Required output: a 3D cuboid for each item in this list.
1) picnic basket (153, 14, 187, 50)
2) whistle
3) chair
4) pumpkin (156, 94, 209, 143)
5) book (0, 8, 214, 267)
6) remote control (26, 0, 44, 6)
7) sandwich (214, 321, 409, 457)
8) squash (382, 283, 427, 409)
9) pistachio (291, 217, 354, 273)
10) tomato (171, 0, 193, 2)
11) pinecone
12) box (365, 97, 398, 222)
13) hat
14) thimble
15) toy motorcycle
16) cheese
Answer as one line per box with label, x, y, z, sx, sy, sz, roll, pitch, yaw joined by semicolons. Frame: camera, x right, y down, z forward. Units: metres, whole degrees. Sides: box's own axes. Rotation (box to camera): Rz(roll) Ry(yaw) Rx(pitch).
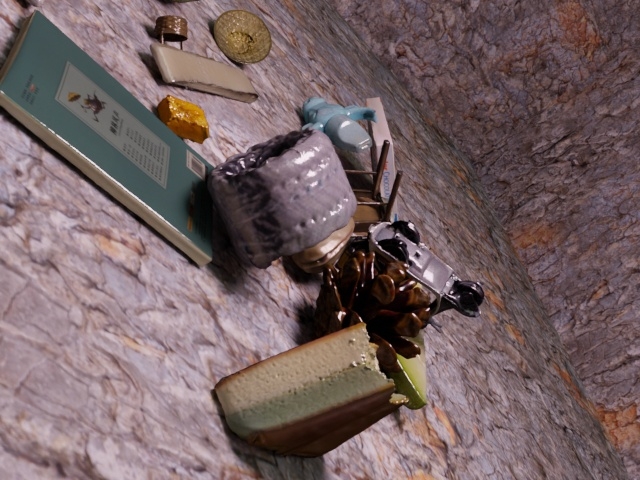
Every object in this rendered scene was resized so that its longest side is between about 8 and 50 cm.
picnic basket;-0.291;-0.389;1.529;0.072;0.071;0.083;1;87;-66
whistle;0.035;-0.285;1.967;0.274;0.186;0.093;40;-30;47
chair;0.069;-0.046;1.687;0.186;0.319;0.160;0;38;-10
pumpkin;-0.235;-0.204;1.346;0.083;0.054;0.074;14;36;-30
book;-0.294;-0.151;1.153;0.379;0.031;0.264;42;22;-30
remote control;-0.510;-0.441;1.145;0.261;0.029;0.067;41;23;-28
sandwich;0.001;0.194;1.037;0.220;0.186;0.108;25;32;-54
squash;0.163;0.192;1.521;0.203;0.111;0.289;-6;57;-42
pistachio;0.000;0.000;1.456;0.185;0.126;0.108;-63;140;-55
tomato;-0.304;-0.656;1.662;0.303;0.238;0.304;54;23;-35
pinecone;0.084;0.123;1.330;0.201;0.203;0.229;5;43;-24
box;0.161;-0.195;2.056;0.265;0.048;0.274;-96;179;-56
hat;-0.195;-0.474;1.886;0.145;0.067;0.146;7;71;-22
thimble;-0.066;-0.073;1.250;0.157;0.217;0.245;65;24;-16
toy motorcycle;0.172;0.070;1.438;0.263;0.157;0.091;37;42;1
cheese;-0.227;-0.334;1.597;0.085;0.034;0.400;60;17;5
